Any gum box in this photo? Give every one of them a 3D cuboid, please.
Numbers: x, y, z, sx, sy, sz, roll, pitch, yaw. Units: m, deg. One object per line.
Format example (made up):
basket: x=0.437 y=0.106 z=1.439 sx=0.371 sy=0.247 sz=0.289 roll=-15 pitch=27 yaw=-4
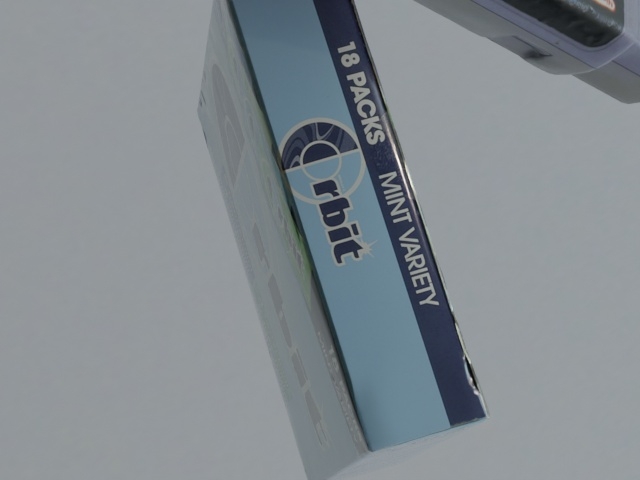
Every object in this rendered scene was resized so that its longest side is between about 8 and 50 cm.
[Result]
gum box: x=0.000 y=0.000 z=0.659 sx=0.184 sy=0.041 sz=0.157 roll=122 pitch=-48 yaw=-78

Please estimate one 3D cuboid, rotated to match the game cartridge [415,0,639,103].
game cartridge: x=0.043 y=-0.217 z=0.836 sx=0.068 sy=0.355 sz=0.230 roll=-24 pitch=-124 yaw=41
